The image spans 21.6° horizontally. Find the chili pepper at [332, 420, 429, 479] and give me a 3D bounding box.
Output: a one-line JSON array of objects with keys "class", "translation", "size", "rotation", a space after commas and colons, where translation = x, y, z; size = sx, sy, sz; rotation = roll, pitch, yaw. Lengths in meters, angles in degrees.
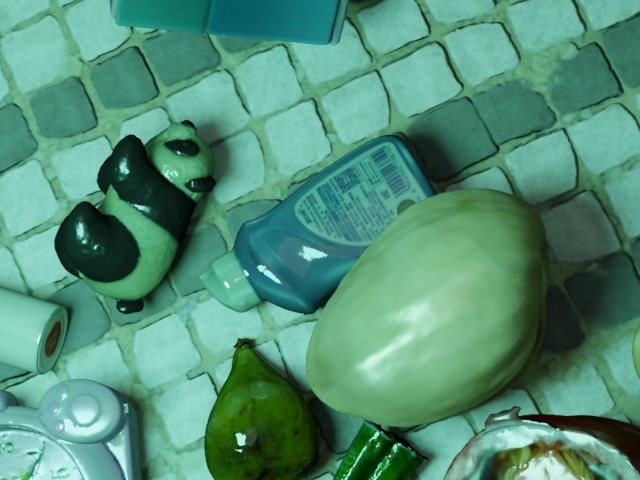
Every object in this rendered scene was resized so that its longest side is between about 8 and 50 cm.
[{"class": "chili pepper", "translation": [0.023, 0.313, 1.896], "size": [0.088, 0.059, 0.227], "rotation": [35, 90, -12]}]

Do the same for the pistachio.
[{"class": "pistachio", "translation": [0.129, 0.080, 1.849], "size": [0.309, 0.230, 0.230], "rotation": [-38, 74, 6]}]

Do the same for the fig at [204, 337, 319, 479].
[{"class": "fig", "translation": [-0.082, 0.195, 1.903], "size": [0.133, 0.126, 0.185], "rotation": [-27, 78, 15]}]

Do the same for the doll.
[{"class": "doll", "translation": [-0.216, -0.038, 1.977], "size": [0.135, 0.143, 0.234], "rotation": [31, 80, -10]}]

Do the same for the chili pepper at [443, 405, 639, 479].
[{"class": "chili pepper", "translation": [0.275, 0.294, 1.763], "size": [0.251, 0.305, 0.229], "rotation": [2, 84, 21]}]

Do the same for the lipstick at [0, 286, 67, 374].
[{"class": "lipstick", "translation": [-0.468, 0.074, 2.002], "size": [0.327, 0.087, 0.087], "rotation": [16, 79, 12]}]

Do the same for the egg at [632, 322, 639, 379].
[{"class": "egg", "translation": [0.460, 0.118, 1.809], "size": [0.244, 0.201, 0.201], "rotation": [-5, 75, 19]}]

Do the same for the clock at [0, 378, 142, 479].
[{"class": "clock", "translation": [-0.360, 0.318, 1.916], "size": [0.322, 0.113, 0.295], "rotation": [-7, 76, 7]}]

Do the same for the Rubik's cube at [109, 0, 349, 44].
[{"class": "Rubik's cube", "translation": [-0.091, -0.417, 1.952], "size": [0.387, 0.358, 0.368], "rotation": [4, 37, -16]}]

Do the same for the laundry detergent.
[{"class": "laundry detergent", "translation": [0.000, 0.000, 1.960], "size": [0.290, 0.094, 0.143], "rotation": [-30, 80, 3]}]
